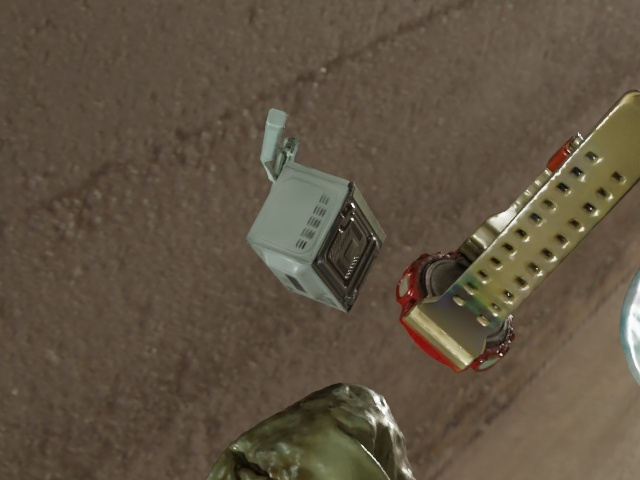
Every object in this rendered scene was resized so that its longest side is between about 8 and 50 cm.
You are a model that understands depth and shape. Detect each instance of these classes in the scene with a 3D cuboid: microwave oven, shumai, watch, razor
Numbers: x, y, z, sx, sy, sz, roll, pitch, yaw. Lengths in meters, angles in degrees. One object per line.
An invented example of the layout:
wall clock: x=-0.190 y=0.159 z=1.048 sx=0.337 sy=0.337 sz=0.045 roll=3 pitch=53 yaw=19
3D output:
microwave oven: x=0.000 y=0.000 z=1.795 sx=0.162 sy=0.122 sz=0.208 roll=-64 pitch=155 yaw=-14
shumai: x=0.044 y=0.343 z=1.375 sx=0.292 sy=0.288 sz=0.330 roll=39 pitch=76 yaw=-32
watch: x=0.162 y=-0.014 z=0.875 sx=0.268 sy=0.102 sz=0.165 roll=-50 pitch=178 yaw=28
razor: x=-0.076 y=-0.161 z=1.995 sx=0.278 sy=0.056 sz=0.111 roll=84 pitch=20 yaw=-76

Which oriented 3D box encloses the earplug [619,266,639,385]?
earplug: x=0.413 y=0.052 z=1.166 sx=0.324 sy=0.185 sz=0.185 roll=-22 pitch=126 yaw=-63
